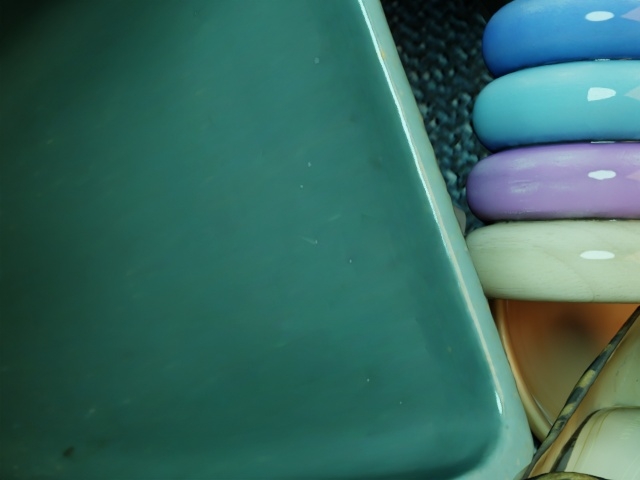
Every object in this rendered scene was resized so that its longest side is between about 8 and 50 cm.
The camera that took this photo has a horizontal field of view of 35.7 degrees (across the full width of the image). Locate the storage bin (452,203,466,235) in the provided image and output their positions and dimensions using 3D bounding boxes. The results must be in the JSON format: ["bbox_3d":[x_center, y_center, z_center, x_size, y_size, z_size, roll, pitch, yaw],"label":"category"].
[{"bbox_3d":[0.000,0.000,0.469,0.091,0.135,0.098,22,68,-30],"label":"storage bin"}]

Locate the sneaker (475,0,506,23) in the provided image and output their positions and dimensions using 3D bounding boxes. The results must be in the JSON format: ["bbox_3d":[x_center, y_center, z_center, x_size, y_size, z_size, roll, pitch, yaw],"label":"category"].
[{"bbox_3d":[0.147,-0.169,0.577,0.330,0.122,0.146,21,67,-17],"label":"sneaker"}]

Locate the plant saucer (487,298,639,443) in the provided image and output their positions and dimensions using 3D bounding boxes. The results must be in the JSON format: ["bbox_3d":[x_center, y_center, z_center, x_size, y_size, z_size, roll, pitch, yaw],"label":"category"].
[{"bbox_3d":[0.179,0.047,0.582,0.200,0.037,0.200,7,74,-23],"label":"plant saucer"}]

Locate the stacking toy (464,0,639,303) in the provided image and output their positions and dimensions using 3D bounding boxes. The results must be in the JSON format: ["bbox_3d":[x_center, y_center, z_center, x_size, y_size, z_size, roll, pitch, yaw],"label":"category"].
[{"bbox_3d":[0.134,-0.137,0.476,0.141,0.141,0.330,1,88,-24],"label":"stacking toy"}]

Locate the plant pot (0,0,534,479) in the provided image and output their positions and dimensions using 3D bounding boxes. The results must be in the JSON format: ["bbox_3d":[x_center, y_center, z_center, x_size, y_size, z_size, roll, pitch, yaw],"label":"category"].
[{"bbox_3d":[-0.132,0.009,0.320,0.247,0.252,0.248,-11,81,-47],"label":"plant pot"}]

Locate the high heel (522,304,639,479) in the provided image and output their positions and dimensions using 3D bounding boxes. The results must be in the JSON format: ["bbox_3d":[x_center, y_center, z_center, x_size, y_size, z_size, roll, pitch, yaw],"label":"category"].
[{"bbox_3d":[0.125,0.071,0.418,0.093,0.261,0.186,6,68,24],"label":"high heel"}]
